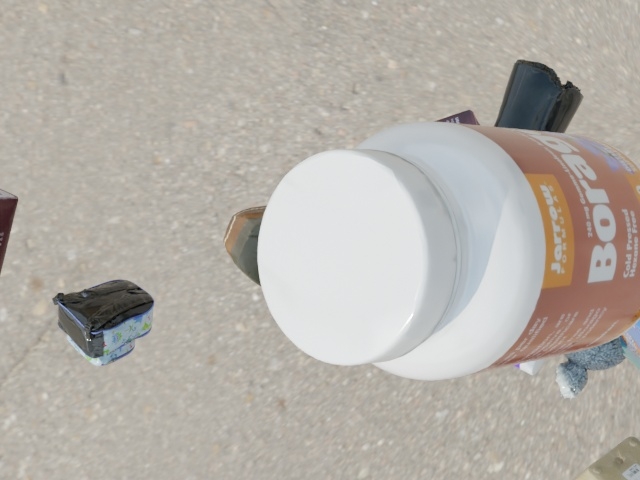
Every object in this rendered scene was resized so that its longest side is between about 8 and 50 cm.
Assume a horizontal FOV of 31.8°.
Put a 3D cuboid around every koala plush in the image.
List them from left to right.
[{"bbox_3d":[0.400,0.113,1.635,0.203,0.221,0.196,34,117,-8],"label":"koala plush"}]

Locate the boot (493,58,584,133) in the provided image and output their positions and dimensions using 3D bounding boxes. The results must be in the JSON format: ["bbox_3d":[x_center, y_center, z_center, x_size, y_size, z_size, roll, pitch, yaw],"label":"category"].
[{"bbox_3d":[0.258,-0.172,1.658,0.247,0.094,0.207,17,96,-25],"label":"boot"}]

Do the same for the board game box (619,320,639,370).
[{"bbox_3d":[0.389,0.057,1.195,0.160,0.210,0.047,-43,64,-2],"label":"board game box"}]

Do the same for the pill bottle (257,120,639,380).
[{"bbox_3d":[0.075,0.004,0.550,0.121,0.216,0.121,2,93,39],"label":"pill bottle"}]

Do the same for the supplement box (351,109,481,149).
[{"bbox_3d":[0.084,-0.048,1.127,0.188,0.104,0.080,-18,64,15],"label":"supplement box"}]

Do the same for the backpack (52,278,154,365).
[{"bbox_3d":[-0.287,0.108,1.522,0.105,0.114,0.084,35,134,34],"label":"backpack"}]

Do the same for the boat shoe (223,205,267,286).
[{"bbox_3d":[0.000,0.000,1.503,0.120,0.324,0.122,44,116,40],"label":"boat shoe"}]

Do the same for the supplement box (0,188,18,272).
[{"bbox_3d":[-0.336,0.067,0.901,0.073,0.130,0.239,22,101,26],"label":"supplement box"}]

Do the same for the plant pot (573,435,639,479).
[{"bbox_3d":[0.313,0.268,1.155,0.109,0.109,0.096,42,145,34],"label":"plant pot"}]

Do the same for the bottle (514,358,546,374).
[{"bbox_3d":[0.203,0.102,1.650,0.283,0.092,0.118,29,60,25],"label":"bottle"}]
